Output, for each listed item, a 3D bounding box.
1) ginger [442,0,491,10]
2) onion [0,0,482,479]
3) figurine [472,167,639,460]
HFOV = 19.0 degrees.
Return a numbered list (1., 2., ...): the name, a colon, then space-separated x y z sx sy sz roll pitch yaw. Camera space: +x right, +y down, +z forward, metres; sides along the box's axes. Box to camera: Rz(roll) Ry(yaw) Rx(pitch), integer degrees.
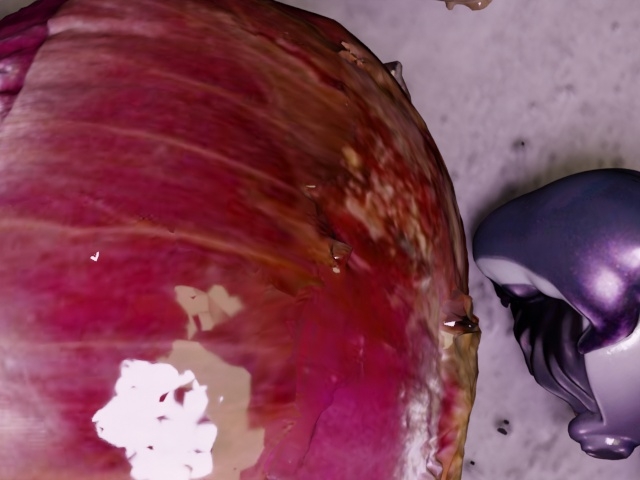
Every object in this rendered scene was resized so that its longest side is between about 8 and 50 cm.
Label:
1. ginger: 0.144 -0.250 0.985 0.375 0.176 0.256 -5 81 -27
2. onion: -0.122 0.046 0.825 0.385 0.348 0.348 9 91 10
3. figurine: 0.179 0.052 1.044 0.222 0.145 0.145 44 75 -29
